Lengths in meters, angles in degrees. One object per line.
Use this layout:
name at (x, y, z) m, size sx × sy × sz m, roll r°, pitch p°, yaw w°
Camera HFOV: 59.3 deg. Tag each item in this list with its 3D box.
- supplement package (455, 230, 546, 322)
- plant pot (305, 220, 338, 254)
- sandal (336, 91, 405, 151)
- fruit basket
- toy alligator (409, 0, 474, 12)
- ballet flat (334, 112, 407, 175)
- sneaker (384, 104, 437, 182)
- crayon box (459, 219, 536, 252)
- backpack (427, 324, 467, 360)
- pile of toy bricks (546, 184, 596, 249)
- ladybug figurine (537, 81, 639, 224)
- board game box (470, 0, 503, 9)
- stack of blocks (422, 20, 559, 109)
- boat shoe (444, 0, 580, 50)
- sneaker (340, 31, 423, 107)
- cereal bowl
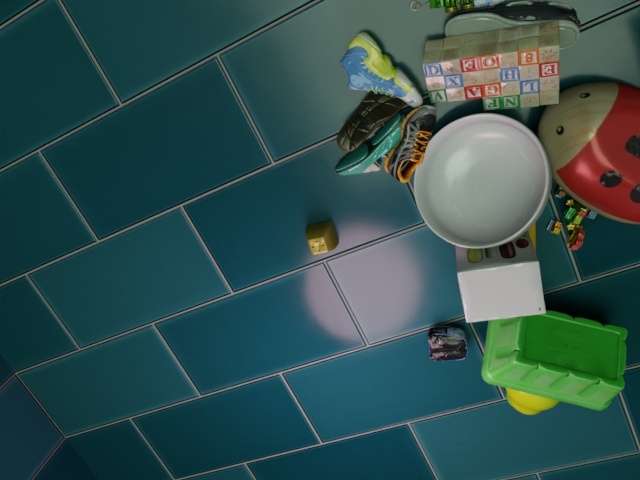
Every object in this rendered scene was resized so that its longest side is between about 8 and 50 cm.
supplement package at (0.454, 0.085, 1.444) m, size 0.194 × 0.203 × 0.149 m, roll -10°, pitch 113°, yaw 15°
plant pot at (0.000, 0.000, 1.648) m, size 0.081 × 0.083 × 0.081 m, roll -12°, pitch 112°, yaw 15°
sandal at (0.133, -0.318, 1.481) m, size 0.090 × 0.060 × 0.219 m, roll 43°, pitch 96°, yaw 8°
fruit basket at (0.652, 0.354, 1.635) m, size 0.392 × 0.283 × 0.392 m, roll 13°, pitch 160°, yaw 5°
toy alligator at (0.299, -0.567, 1.328) m, size 0.190 × 0.051 × 0.056 m, roll -3°, pitch 116°, yaw 22°
ballet flat at (0.151, -0.235, 1.515) m, size 0.247 × 0.083 × 0.087 m, roll -38°, pitch 117°, yaw 25°
sneaker at (0.240, -0.241, 1.428) m, size 0.084 × 0.083 × 0.215 m, roll 5°, pitch 129°, yaw -25°
crayon box at (0.491, 0.022, 1.567) m, size 0.202 × 0.081 × 0.318 m, roll -5°, pitch 113°, yaw 14°
backpack at (0.390, 0.309, 1.717) m, size 0.114 × 0.084 × 0.105 m, roll -2°, pitch 115°, yaw 17°
pile of toy bricks at (0.670, -0.078, 1.472) m, size 0.118 × 0.105 × 0.212 m, roll 18°, pitch 116°, yaw 2°
ladybug figurine at (0.740, -0.204, 1.336) m, size 0.449 × 0.162 × 0.305 m, roll 28°, pitch 98°, yaw -2°
board game box at (0.378, -0.594, 1.335) m, size 0.090 × 0.020 × 0.090 m, roll -19°, pitch 111°, yaw 19°
stack of blocks at (0.408, -0.402, 1.337) m, size 0.297 × 0.087 × 0.171 m, roll -1°, pitch 147°, yaw 22°
boat shoe at (0.449, -0.507, 1.327) m, size 0.302 × 0.091 × 0.114 m, roll 9°, pitch 151°, yaw 5°
sneaker at (0.147, -0.404, 1.427) m, size 0.126 × 0.091 × 0.240 m, roll -42°, pitch 90°, yaw 21°
cereal bowl at (0.420, -0.146, 1.432) m, size 0.339 × 0.141 × 0.339 m, roll 0°, pitch 90°, yaw 35°
